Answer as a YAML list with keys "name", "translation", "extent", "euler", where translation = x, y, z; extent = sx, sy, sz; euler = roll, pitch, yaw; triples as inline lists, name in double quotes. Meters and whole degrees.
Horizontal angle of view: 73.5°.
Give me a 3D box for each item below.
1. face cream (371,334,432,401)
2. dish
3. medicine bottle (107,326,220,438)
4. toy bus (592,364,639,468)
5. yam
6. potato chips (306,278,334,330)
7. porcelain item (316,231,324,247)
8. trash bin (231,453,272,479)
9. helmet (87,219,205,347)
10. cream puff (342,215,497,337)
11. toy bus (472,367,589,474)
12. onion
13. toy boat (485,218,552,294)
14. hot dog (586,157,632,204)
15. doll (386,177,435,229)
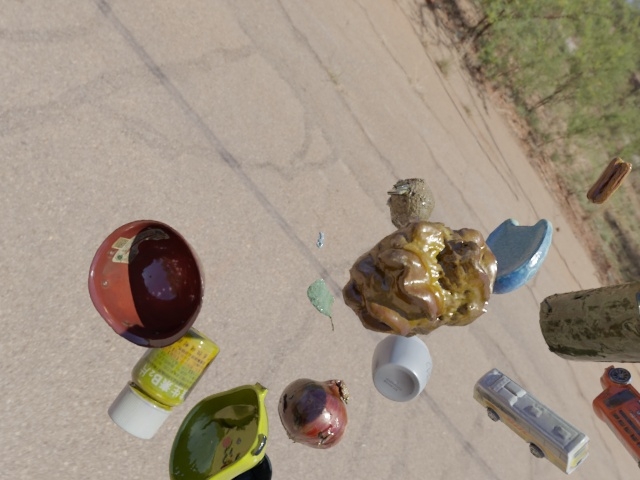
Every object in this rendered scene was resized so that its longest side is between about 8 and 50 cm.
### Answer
- name: "face cream"
  translation: [0.158, 0.247, 0.842]
  extent: [0.117, 0.117, 0.104]
  euler: [55, 28, -8]
- name: "dish"
  translation: [-0.206, 0.458, 0.975]
  extent: [0.108, 0.263, 0.221]
  euler: [54, 14, -33]
- name: "medicine bottle"
  translation: [-0.564, 0.493, 1.555]
  extent: [0.224, 0.224, 0.384]
  euler: [42, 74, -23]
- name: "toy bus"
  translation: [0.920, 0.531, 1.244]
  extent: [0.143, 0.153, 0.329]
  euler: [54, 12, -29]
- name: "yam"
  translation: [0.616, 0.171, 0.885]
  extent: [0.168, 0.304, 0.167]
  euler: [5, 74, -19]
- name: "potato chips"
  translation: [0.022, 0.297, 1.949]
  extent: [0.228, 0.059, 0.167]
  euler: [55, 28, -9]
- name: "porcelain item"
  translation: [0.000, 0.000, 2.161]
  extent: [0.028, 0.036, 0.083]
  euler: [58, 38, -71]
- name: "trash bin"
  translation: [-0.257, 0.848, 1.518]
  extent: [0.176, 0.160, 0.175]
  euler: [3, 44, -3]
- name: "helmet"
  translation: [-0.494, 0.133, 1.344]
  extent: [0.384, 0.338, 0.230]
  euler: [54, 2, 7]
- name: "cream puff"
  translation: [0.083, 0.036, 0.354]
  extent: [0.122, 0.116, 0.094]
  euler: [-35, 77, -11]
- name: "toy bus"
  translation: [0.491, 0.420, 1.025]
  extent: [0.092, 0.268, 0.106]
  euler: [-31, 127, -18]
- name: "onion"
  translation: [-0.036, 0.775, 1.912]
  extent: [0.354, 0.354, 0.353]
  euler: [27, 49, -36]
- name: "toy boat"
  translation: [0.669, 0.060, 1.480]
  extent: [0.329, 0.215, 0.123]
  euler: [-51, 123, -25]
- name: "hot dog"
  translation: [0.962, -0.194, 1.432]
  extent: [0.071, 0.164, 0.045]
  euler: [40, 28, 28]
- name: "doll"
  translation: [0.212, -0.093, 1.008]
  extent: [0.105, 0.115, 0.221]
  euler: [-56, 154, -12]
